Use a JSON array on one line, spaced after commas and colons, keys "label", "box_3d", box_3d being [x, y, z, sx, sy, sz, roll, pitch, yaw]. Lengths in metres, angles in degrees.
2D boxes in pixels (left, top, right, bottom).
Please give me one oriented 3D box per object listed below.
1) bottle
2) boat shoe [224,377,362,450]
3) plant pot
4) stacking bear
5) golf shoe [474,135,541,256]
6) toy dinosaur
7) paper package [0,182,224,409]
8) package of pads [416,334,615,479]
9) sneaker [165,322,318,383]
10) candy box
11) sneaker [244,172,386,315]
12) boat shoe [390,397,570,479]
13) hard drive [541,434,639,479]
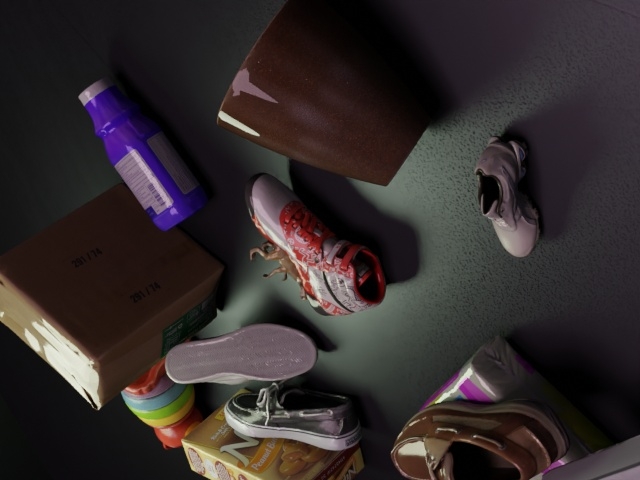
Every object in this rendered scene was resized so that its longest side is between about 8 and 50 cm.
[{"label": "bottle", "box_3d": [-0.316, -0.154, 1.771, 0.282, 0.092, 0.118, 55, 144, -5]}, {"label": "boat shoe", "box_3d": [-0.064, 0.314, 1.899, 0.306, 0.113, 0.104, 7, 120, 41]}, {"label": "plant pot", "box_3d": [0.020, -0.176, 1.312, 0.230, 0.215, 0.215, 34, 143, 1]}, {"label": "stacking bear", "box_3d": [-0.340, 0.341, 2.195, 0.164, 0.175, 0.289, 17, 140, 35]}, {"label": "golf shoe", "box_3d": [0.228, -0.043, 1.282, 0.069, 0.086, 0.176, 9, 129, 41]}, {"label": "toy dinosaur", "box_3d": [-0.068, 0.019, 1.705, 0.093, 0.053, 0.183, -3, 128, 31]}, {"label": "paper package", "box_3d": [-0.397, 0.097, 1.883, 0.309, 0.325, 0.168, 38, 142, 18]}, {"label": "package of pads", "box_3d": [0.300, 0.312, 1.505, 0.296, 0.101, 0.229, 45, 144, 10]}, {"label": "sneaker", "box_3d": [-0.124, 0.215, 1.895, 0.293, 0.169, 0.108, -6, 82, 18]}, {"label": "candy box", "box_3d": [-0.095, 0.414, 1.956, 0.317, 0.183, 0.087, 15, 129, 39]}, {"label": "sneaker", "box_3d": [0.001, 0.000, 1.567, 0.145, 0.090, 0.270, -10, 117, 50]}, {"label": "boat shoe", "box_3d": [0.198, 0.300, 1.419, 0.123, 0.116, 0.324, 55, 143, -4]}, {"label": "hard drive", "box_3d": [0.489, 0.363, 1.269, 0.353, 0.047, 0.233, 31, 144, -11]}]
